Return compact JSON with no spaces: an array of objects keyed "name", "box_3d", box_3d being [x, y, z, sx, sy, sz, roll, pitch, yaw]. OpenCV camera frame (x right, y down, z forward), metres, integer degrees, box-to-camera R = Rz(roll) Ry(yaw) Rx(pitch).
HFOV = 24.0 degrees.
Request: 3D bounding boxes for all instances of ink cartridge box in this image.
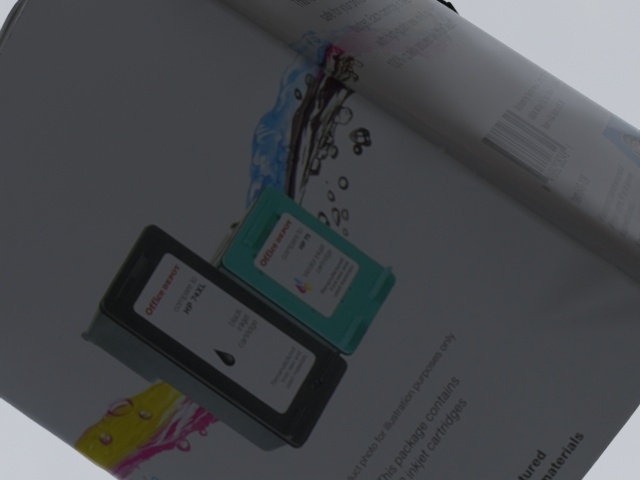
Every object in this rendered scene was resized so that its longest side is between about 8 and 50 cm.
[{"name":"ink cartridge box","box_3d":[0.000,0.000,0.643,0.270,0.197,0.198,34,-158,5]}]

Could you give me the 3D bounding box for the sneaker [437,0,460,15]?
[{"name":"sneaker","box_3d":[0.094,-0.053,1.034,0.106,0.101,0.267,-31,-110,-5]}]
